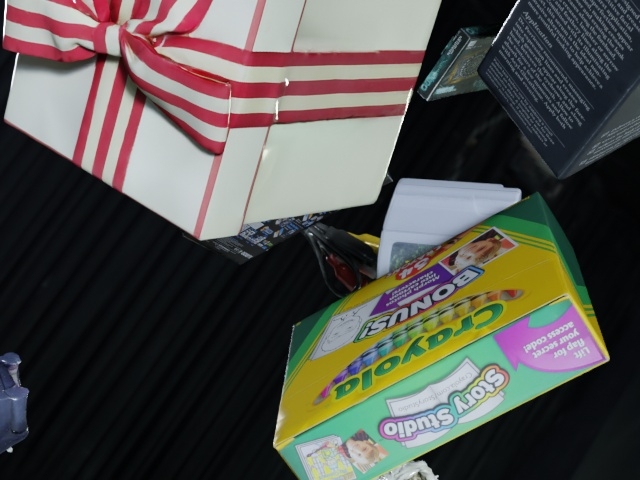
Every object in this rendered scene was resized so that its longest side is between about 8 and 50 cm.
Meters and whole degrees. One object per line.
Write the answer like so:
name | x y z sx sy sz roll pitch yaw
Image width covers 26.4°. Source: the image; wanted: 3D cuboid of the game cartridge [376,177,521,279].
game cartridge | 0.177 0.055 1.889 0.196 0.060 0.294 6 -59 17

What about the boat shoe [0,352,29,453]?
boat shoe | -0.443 0.261 1.675 0.340 0.158 0.127 112 -35 -49

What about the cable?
cable | 0.000 0.000 2.317 0.287 0.139 0.072 34 -17 7

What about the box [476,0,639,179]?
box | 0.433 -0.306 1.825 0.212 0.294 0.395 55 -25 14

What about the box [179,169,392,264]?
box | -0.055 -0.079 2.100 0.073 0.293 0.295 61 8 16

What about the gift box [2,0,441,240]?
gift box | -0.083 -0.176 1.041 0.255 0.276 0.258 24 22 32

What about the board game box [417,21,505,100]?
board game box | 0.237 -0.272 2.054 0.186 0.126 0.026 -16 59 -48

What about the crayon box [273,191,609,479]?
crayon box | 0.132 0.117 1.590 0.106 0.363 0.313 56 14 -16

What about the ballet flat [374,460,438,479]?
ballet flat | 0.078 0.455 1.845 0.147 0.409 0.147 9 -44 9
